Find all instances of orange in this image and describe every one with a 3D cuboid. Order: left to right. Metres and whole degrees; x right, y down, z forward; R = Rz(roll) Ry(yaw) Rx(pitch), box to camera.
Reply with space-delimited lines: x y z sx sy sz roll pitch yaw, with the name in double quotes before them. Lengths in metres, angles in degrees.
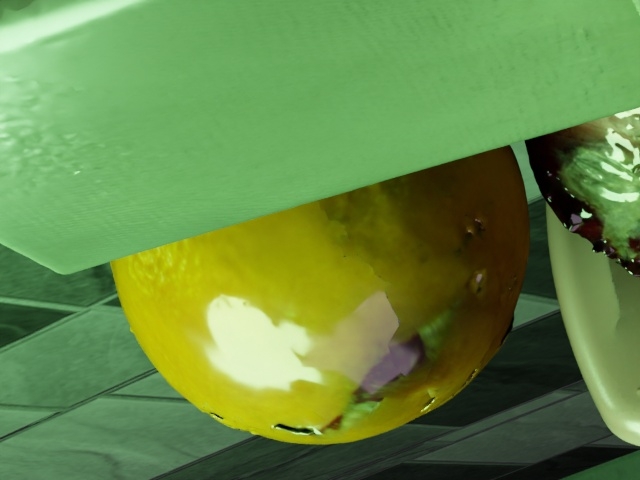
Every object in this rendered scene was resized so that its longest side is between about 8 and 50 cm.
"orange" 0.000 0.000 1.147 0.246 0.246 0.246 -15 164 -5

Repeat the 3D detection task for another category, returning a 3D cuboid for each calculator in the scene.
"calculator" 0.247 -0.012 1.251 0.220 0.329 0.048 -22 136 17

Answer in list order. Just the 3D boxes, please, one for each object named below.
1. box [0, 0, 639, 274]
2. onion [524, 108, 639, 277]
"box" -0.021 -0.130 0.814 0.344 0.177 0.352 -18 164 10
"onion" 0.250 -0.104 1.126 0.272 0.272 0.195 -28 -159 35
